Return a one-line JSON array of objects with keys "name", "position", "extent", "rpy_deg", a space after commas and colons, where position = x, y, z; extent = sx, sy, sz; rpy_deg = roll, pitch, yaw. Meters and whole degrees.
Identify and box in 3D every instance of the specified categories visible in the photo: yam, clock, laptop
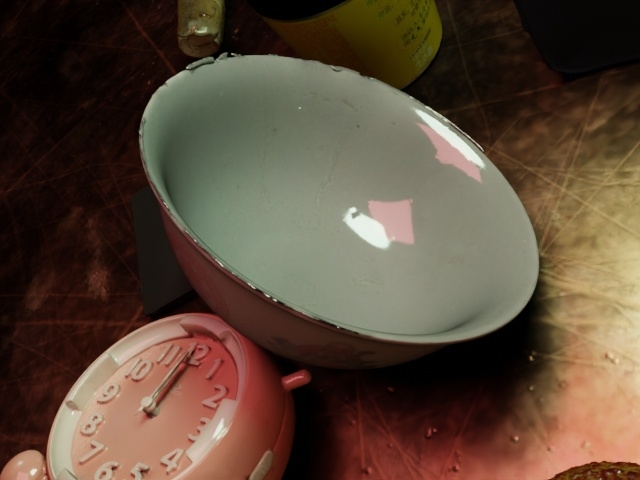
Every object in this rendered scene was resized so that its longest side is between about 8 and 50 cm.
[{"name": "yam", "position": [-0.170, -0.381, 1.154], "extent": [0.071, 0.067, 0.318], "rpy_deg": [-11, 56, 9]}, {"name": "clock", "position": [-0.123, 0.178, 0.733], "extent": [0.227, 0.142, 0.241], "rpy_deg": [10, 56, 40]}, {"name": "laptop", "position": [-0.159, -0.013, 0.950], "extent": [0.135, 0.016, 0.197], "rpy_deg": [-28, 49, 14]}]

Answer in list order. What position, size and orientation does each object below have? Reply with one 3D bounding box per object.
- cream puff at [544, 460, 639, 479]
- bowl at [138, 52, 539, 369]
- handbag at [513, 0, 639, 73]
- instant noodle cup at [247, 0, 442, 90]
[{"name": "cream puff", "position": [0.192, 0.216, 0.539], "extent": [0.149, 0.084, 0.149], "rpy_deg": [-17, 52, 24]}, {"name": "bowl", "position": [0.000, 0.000, 0.707], "extent": [0.157, 0.345, 0.346], "rpy_deg": [-65, 35, 39]}, {"name": "handbag", "position": [0.307, -0.286, 0.661], "extent": [0.325, 0.269, 0.118], "rpy_deg": [-11, 55, 26]}, {"name": "instant noodle cup", "position": [0.021, -0.275, 0.853], "extent": [0.215, 0.236, 0.216], "rpy_deg": [-15, 55, 23]}]
